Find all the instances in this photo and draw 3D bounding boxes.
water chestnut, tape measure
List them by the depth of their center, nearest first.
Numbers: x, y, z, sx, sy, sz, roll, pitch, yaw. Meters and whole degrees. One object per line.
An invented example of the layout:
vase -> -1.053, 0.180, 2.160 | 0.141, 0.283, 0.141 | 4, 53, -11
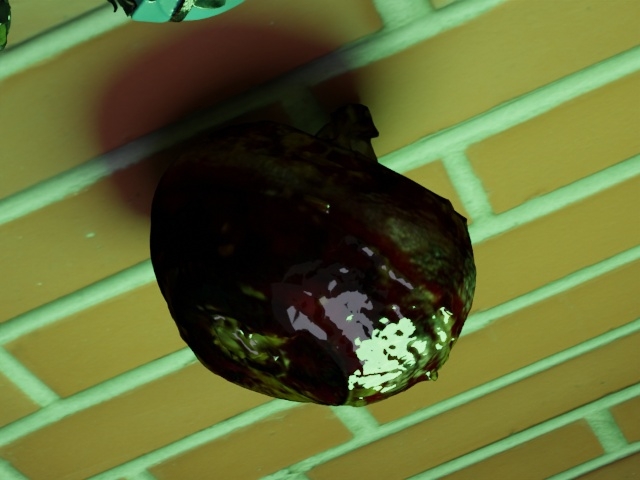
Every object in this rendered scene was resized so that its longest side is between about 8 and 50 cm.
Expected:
tape measure -> -0.101, -0.244, 1.582 | 0.125, 0.081, 0.146 | -7, 149, -41
water chestnut -> 0.000, 0.000, 1.853 | 0.350, 0.302, 0.350 | 20, 156, 10

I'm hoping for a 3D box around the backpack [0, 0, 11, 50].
backpack -> -0.354, -0.211, 1.424 | 0.207, 0.140, 0.253 | -21, 149, -2
